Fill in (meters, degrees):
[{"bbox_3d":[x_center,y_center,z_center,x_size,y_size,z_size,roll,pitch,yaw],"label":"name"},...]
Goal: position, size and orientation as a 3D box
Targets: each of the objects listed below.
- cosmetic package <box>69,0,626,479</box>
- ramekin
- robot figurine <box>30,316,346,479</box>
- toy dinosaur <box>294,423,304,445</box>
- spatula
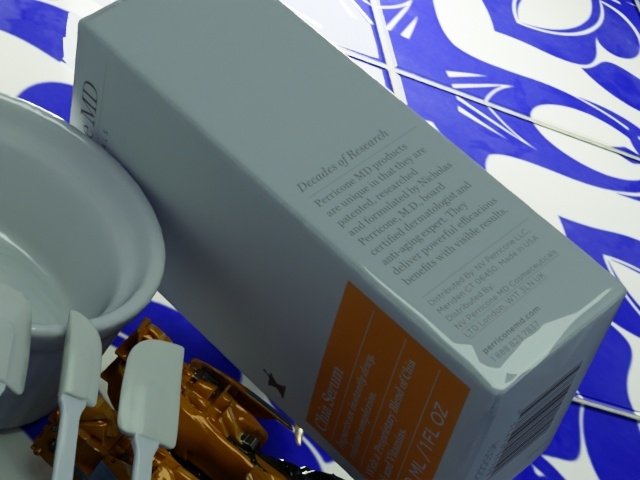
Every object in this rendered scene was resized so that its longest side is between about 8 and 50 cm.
[{"bbox_3d":[0.000,0.000,1.366,0.161,0.230,0.453,-34,64,-33],"label":"cosmetic package"},{"bbox_3d":[-0.271,0.014,1.297,0.277,0.135,0.277,23,34,-16],"label":"ramekin"},{"bbox_3d":[-0.062,0.195,1.278,0.291,0.085,0.211,36,34,3],"label":"robot figurine"},{"bbox_3d":[-0.045,0.094,1.470,0.112,0.064,0.211,-27,61,-32],"label":"toy dinosaur"},{"bbox_3d":[-0.174,0.146,1.123,0.168,0.019,0.242,25,49,-27],"label":"spatula"}]
